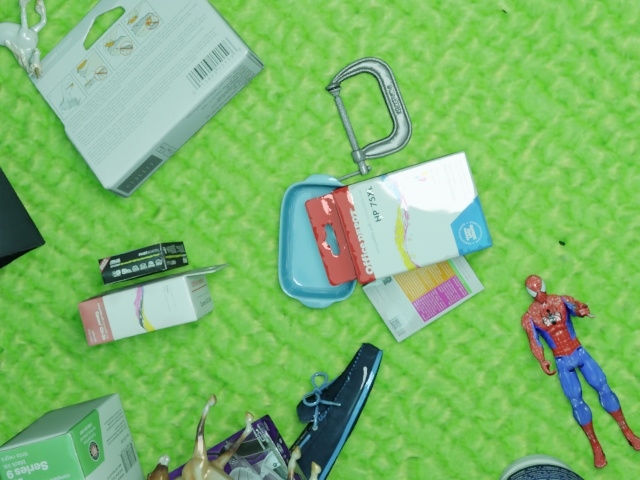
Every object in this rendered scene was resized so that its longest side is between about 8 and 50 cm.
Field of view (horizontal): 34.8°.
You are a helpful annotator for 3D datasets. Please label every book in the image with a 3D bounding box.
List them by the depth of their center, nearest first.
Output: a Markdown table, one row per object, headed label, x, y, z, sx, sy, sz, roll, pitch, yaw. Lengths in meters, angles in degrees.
| label | x | y | z | sx | sy | sz | roll | pitch | yaw |
| --- | --- | --- | --- | --- | --- | --- | --- | --- | --- |
| book | 0.144 | 0.066 | 1.435 | 0.144 | 0.035 | 0.096 | -32 | 95 | 8 |

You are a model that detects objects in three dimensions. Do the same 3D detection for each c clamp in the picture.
| label | x | y | z | sx | sy | sz | roll | pitch | yaw |
| --- | --- | --- | --- | --- | --- | --- | --- | --- | --- |
| c clamp | 0.055 | -0.170 | 1.424 | 0.137 | 0.022 | 0.160 | -14 | 95 | 7 |

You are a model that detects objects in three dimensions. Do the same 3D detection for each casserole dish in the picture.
| label | x | y | z | sx | sy | sz | roll | pitch | yaw |
| --- | --- | --- | --- | --- | --- | --- | --- | --- | --- |
| casserole dish | 0.000 | 0.000 | 1.440 | 0.114 | 0.037 | 0.188 | 3 | 97 | 5 |

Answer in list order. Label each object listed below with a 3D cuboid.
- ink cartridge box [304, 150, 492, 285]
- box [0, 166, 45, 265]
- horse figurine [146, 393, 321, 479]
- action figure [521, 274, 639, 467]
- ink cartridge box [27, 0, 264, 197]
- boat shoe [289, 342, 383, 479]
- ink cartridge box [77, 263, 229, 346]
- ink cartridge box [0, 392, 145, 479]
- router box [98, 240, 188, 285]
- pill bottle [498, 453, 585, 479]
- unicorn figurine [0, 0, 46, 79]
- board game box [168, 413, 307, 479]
| label | x | y | z | sx | sy | sz | roll | pitch | yaw |
| --- | --- | --- | --- | --- | --- | --- | --- | --- | --- |
| ink cartridge box | 0.101 | -0.025 | 1.370 | 0.231 | 0.078 | 0.134 | -17 | 93 | 7 |
| box | -0.626 | -0.056 | 1.428 | 0.312 | 0.179 | 0.343 | -31 | 92 | 7 |
| horse figurine | -0.104 | 0.330 | 1.359 | 0.263 | 0.066 | 0.174 | 30 | 91 | 14 |
| action figure | 0.350 | 0.175 | 1.376 | 0.091 | 0.139 | 0.280 | -27 | 90 | 7 |
| ink cartridge box | -0.251 | -0.237 | 1.432 | 0.275 | 0.060 | 0.239 | -42 | 65 | 8 |
| boat shoe | 0.001 | 0.253 | 1.432 | 0.089 | 0.109 | 0.258 | 28 | 97 | 9 |
| ink cartridge box | -0.223 | 0.087 | 1.432 | 0.198 | 0.115 | 0.067 | -14 | 93 | 8 |
| ink cartridge box | -0.322 | 0.386 | 1.424 | 0.122 | 0.211 | 0.289 | -16 | 93 | 7 |
| router box | -0.245 | 0.030 | 1.425 | 0.092 | 0.122 | 0.038 | -14 | 90 | 7 |
| pill bottle | 0.298 | 0.380 | 1.334 | 0.153 | 0.264 | 0.153 | 1 | 97 | 6 |
| unicorn figurine | -0.435 | -0.296 | 1.449 | 0.162 | 0.060 | 0.111 | 17 | 98 | 20 |
| board game box | -0.075 | 0.442 | 1.407 | 0.208 | 0.056 | 0.347 | -34 | 82 | 15 |
